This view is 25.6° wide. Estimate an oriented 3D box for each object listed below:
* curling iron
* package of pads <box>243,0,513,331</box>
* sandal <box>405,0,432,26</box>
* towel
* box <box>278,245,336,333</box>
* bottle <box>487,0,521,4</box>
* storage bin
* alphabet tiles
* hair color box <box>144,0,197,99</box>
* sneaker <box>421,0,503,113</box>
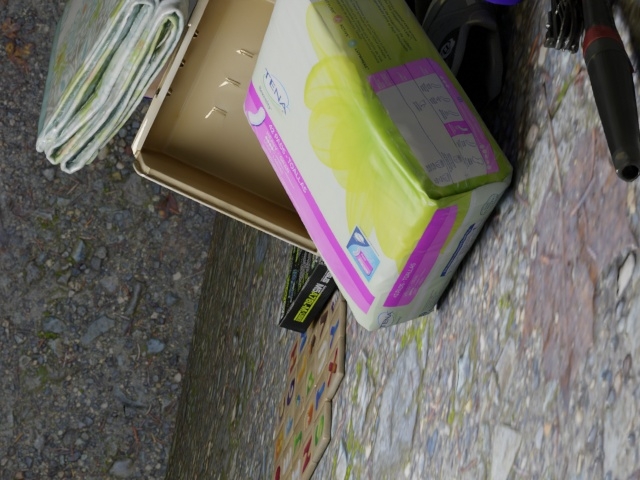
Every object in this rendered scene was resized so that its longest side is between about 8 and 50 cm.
[{"bbox_3d":[0.199,-0.119,0.993,0.274,0.035,0.068,-93,14,-57],"label":"curling iron"},{"bbox_3d":[0.041,-0.099,1.311,0.296,0.101,0.229,60,151,25],"label":"package of pads"},{"bbox_3d":[0.122,-0.241,1.408,0.054,0.097,0.254,54,139,40],"label":"sandal"},{"bbox_3d":[-0.257,-0.304,1.843,0.320,0.090,0.374,-49,29,36],"label":"towel"},{"bbox_3d":[0.000,0.000,1.873,0.184,0.045,0.190,117,164,-55],"label":"box"},{"bbox_3d":[0.176,-0.347,1.198,0.118,0.092,0.282,-94,18,-58],"label":"bottle"},{"bbox_3d":[-0.062,-0.163,1.705,0.123,0.260,0.262,-99,34,-74],"label":"storage bin"},{"bbox_3d":[-0.018,0.202,1.876,0.342,0.011,0.285,113,164,-48],"label":"alphabet tiles"},{"bbox_3d":[-0.134,-0.278,2.107,0.110,0.339,0.185,-137,59,-79],"label":"hair color box"},{"bbox_3d":[0.112,-0.126,1.339,0.132,0.086,0.228,-101,26,-59],"label":"sneaker"}]
